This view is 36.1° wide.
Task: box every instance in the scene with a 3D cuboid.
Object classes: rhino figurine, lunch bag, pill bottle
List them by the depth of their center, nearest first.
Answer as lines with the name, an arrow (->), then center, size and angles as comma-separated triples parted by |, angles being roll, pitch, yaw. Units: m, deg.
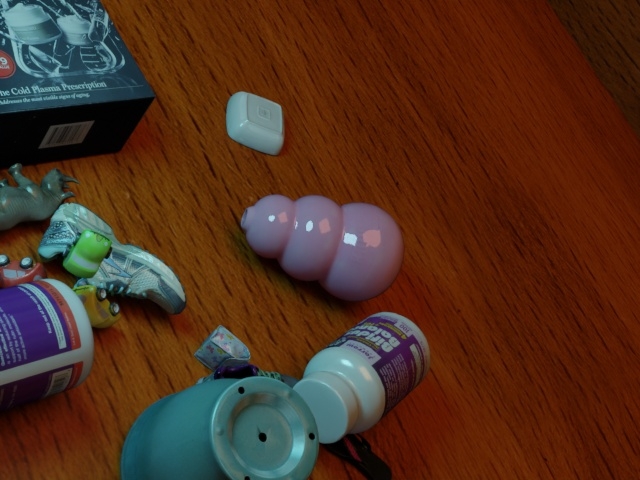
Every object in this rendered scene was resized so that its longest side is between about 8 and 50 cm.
pill bottle -> -0.512, 0.172, 1.453 | 0.323, 0.181, 0.181 | -14, 67, -44
rhino figurine -> -0.524, -0.075, 1.725 | 0.243, 0.073, 0.106 | -21, 69, -47
lunch bag -> -0.175, 0.207, 1.779 | 0.083, 0.071, 0.053 | 40, 44, -7
pill bottle -> 0.072, 0.258, 1.842 | 0.169, 0.169, 0.301 | 51, 35, 7

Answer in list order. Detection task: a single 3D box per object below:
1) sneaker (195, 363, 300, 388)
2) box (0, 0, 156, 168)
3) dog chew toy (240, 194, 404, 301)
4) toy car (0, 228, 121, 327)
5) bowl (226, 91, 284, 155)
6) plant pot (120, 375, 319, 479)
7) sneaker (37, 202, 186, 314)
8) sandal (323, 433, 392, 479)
sneaker -> -0.108, 0.264, 1.765 | 0.224, 0.098, 0.083 | 4, 55, -36
box -> -0.544, -0.319, 1.826 | 0.343, 0.179, 0.312 | -16, 67, -45
dog chew toy -> 0.000, 0.000, 1.999 | 0.332, 0.206, 0.206 | 18, 48, -18
toy car -> -0.408, 0.059, 1.596 | 0.239, 0.225, 0.053 | 27, 47, -20
bowl -> -0.138, -0.270, 2.207 | 0.142, 0.053, 0.142 | 19, 49, -26
plant pot -> -0.141, 0.332, 1.535 | 0.272, 0.255, 0.271 | 14, 59, -26
sneaker -> -0.371, 0.062, 1.737 | 0.283, 0.110, 0.122 | 35, 61, -9
sandal -> 0.071, 0.392, 1.849 | 0.179, 0.040, 0.067 | 39, 42, -7
